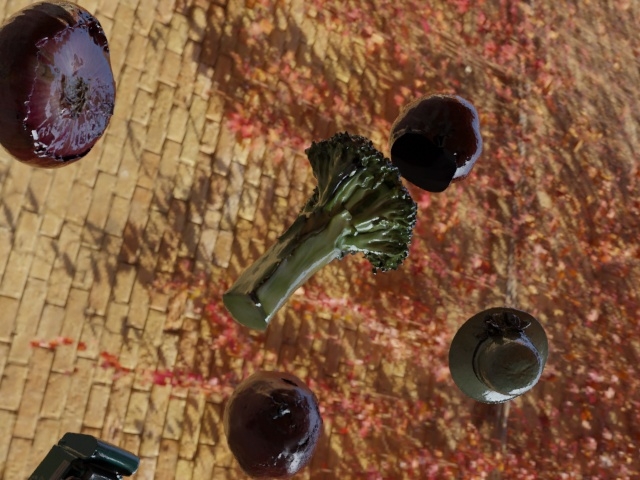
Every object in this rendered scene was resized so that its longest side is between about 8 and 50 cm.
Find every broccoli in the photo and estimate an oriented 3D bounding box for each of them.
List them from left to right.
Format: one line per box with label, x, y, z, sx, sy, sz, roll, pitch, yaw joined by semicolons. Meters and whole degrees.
broccoli;0.000;0.010;1.241;0.221;0.252;0.361;31;-102;23

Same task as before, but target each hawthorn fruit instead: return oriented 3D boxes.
hawthorn fruit;-0.071;0.302;1.255;0.235;0.181;0.181;118;-25;-58
hawthorn fruit;0.233;-0.199;1.491;0.189;0.189;0.251;-59;174;19

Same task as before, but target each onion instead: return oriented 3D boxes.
onion;-0.400;-0.230;1.103;0.161;0.248;0.248;24;-85;31

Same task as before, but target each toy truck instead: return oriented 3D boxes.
toy truck;-0.344;0.369;0.979;0.253;0.114;0.124;-51;-141;-2

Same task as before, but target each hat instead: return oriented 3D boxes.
hat;0.446;0.292;1.774;0.130;0.257;0.257;-131;-117;-74
